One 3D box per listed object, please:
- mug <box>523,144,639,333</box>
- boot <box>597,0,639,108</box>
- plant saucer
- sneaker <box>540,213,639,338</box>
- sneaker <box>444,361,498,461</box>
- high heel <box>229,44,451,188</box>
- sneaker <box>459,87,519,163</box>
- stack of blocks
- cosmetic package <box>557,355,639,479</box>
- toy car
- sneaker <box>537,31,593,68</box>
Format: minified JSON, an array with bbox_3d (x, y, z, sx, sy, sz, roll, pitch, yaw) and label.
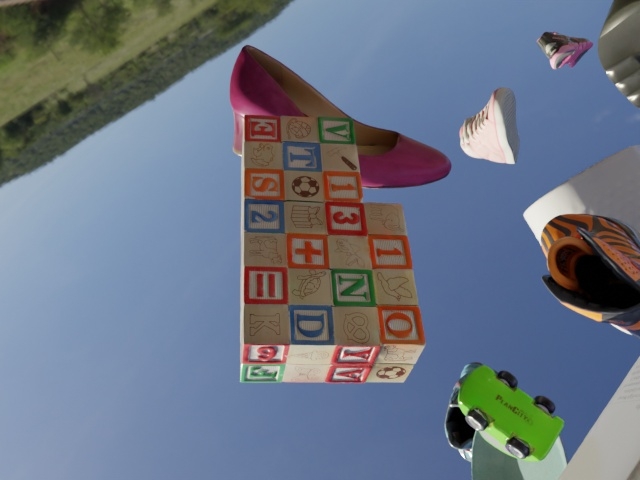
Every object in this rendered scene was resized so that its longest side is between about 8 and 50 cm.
[{"bbox_3d":[0.649,0.014,1.449,0.276,0.328,0.374,-33,167,20],"label":"mug"},{"bbox_3d":[0.229,-0.089,0.337,0.077,0.198,0.137,-12,-138,52],"label":"boot"},{"bbox_3d":[0.261,0.294,0.859,0.038,0.194,0.195,8,-168,-20],"label":"plant saucer"},{"bbox_3d":[0.369,0.021,0.932,0.124,0.180,0.321,-61,-156,14],"label":"sneaker"},{"bbox_3d":[0.268,0.344,1.262,0.104,0.261,0.125,21,-132,32],"label":"sneaker"},{"bbox_3d":[0.037,-0.195,1.089,0.378,0.181,0.127,8,-144,0],"label":"high heel"},{"bbox_3d":[0.194,-0.133,0.798,0.070,0.134,0.051,12,-107,24],"label":"sneaker"},{"bbox_3d":[0.000,0.000,0.732,0.171,0.087,0.297,1,-126,-9],"label":"stack of blocks"},{"bbox_3d":[0.219,0.156,0.430,0.231,0.085,0.117,-52,170,-11],"label":"cosmetic package"},{"bbox_3d":[0.227,0.202,0.629,0.239,0.225,0.053,-46,161,-26],"label":"toy car"},{"bbox_3d":[0.346,-0.279,0.964,0.119,0.057,0.047,-19,151,-50],"label":"sneaker"}]
